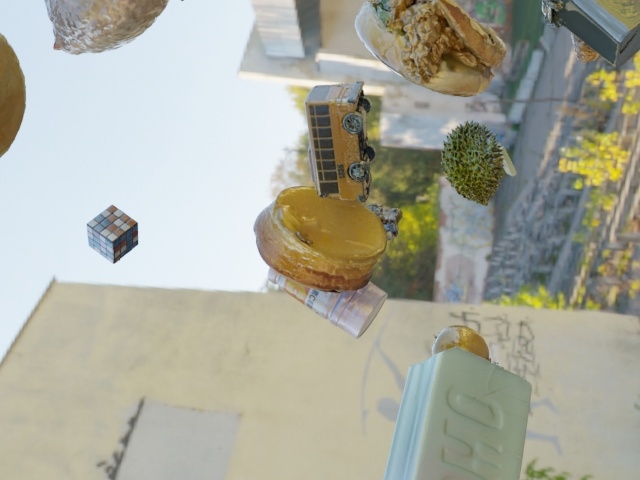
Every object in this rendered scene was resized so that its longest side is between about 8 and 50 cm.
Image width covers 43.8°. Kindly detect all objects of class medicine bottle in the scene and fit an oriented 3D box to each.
[{"bbox_3d":[0.015,0.102,1.788,0.133,0.250,0.133,-53,-12,-16],"label":"medicine bottle"}]

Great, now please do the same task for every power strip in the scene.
[{"bbox_3d":[0.447,-0.195,1.931,0.090,0.016,0.040,57,-179,-23],"label":"power strip"}]

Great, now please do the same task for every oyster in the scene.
[{"bbox_3d":[0.105,-0.043,1.740,0.051,0.148,0.103,49,-135,-46],"label":"oyster"}]

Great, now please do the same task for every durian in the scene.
[{"bbox_3d":[0.343,-0.192,1.750,0.095,0.137,0.220,-48,23,48],"label":"durian"}]

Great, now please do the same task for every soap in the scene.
[{"bbox_3d":[0.189,0.307,1.116,0.095,0.173,0.289,-47,20,55],"label":"soap"}]

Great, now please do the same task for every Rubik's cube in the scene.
[{"bbox_3d":[-0.523,-0.015,2.009,0.092,0.092,0.092,-45,-19,-35],"label":"Rubik's cube"}]

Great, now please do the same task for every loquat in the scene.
[{"bbox_3d":[0.348,0.283,1.995,0.137,0.163,0.163,-63,-8,-6],"label":"loquat"}]

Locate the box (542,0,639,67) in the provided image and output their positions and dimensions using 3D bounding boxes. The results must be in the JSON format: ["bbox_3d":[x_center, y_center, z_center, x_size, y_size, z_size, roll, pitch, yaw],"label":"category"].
[{"bbox_3d":[0.455,-0.373,1.144,0.243,0.135,0.163,-41,-17,5],"label":"box"}]

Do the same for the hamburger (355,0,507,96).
[{"bbox_3d":[0.175,-0.323,1.260,0.146,0.243,0.286,-57,16,22],"label":"hamburger"}]

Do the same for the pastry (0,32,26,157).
[{"bbox_3d":[-0.598,-0.246,1.324,0.265,0.133,0.265,14,-90,-72],"label":"pastry"}]

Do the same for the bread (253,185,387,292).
[{"bbox_3d":[0.000,0.000,1.584,0.142,0.270,0.195,-55,33,42],"label":"bread"}]

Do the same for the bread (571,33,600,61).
[{"bbox_3d":[0.482,-0.416,1.378,0.076,0.105,0.233,131,158,-64],"label":"bread"}]

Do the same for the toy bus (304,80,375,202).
[{"bbox_3d":[0.034,-0.172,1.420,0.098,0.114,0.201,-70,-23,-56],"label":"toy bus"}]

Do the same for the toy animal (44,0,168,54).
[{"bbox_3d":[-0.303,-0.404,1.166,0.358,0.188,0.226,-51,34,29],"label":"toy animal"}]
